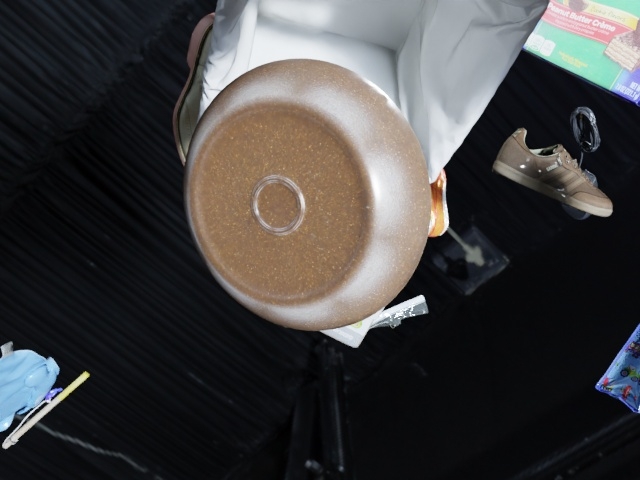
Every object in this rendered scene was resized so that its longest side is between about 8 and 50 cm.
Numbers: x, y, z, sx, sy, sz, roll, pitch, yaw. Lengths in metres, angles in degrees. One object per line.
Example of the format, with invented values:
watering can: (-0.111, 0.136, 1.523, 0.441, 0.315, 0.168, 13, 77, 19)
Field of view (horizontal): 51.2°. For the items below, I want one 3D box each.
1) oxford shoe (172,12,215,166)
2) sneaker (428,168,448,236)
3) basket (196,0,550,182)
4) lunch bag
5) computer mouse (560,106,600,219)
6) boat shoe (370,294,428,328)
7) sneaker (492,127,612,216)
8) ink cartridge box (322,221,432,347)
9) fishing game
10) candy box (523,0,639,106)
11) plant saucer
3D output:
oxford shoe: (-0.236, -0.296, 1.511, 0.141, 0.146, 0.396, -19, 136, -36)
sneaker: (0.205, -0.094, 1.294, 0.064, 0.068, 0.175, -23, -107, 61)
basket: (0.036, -0.277, 0.807, 0.331, 0.329, 0.266, 117, -24, -54)
lunch bag: (0.865, 0.286, 1.680, 0.138, 0.221, 0.293, 32, -76, 59)
computer mouse: (0.483, -0.140, 1.230, 0.041, 0.242, 0.071, -34, -136, -25)
boat shoe: (0.154, 0.156, 1.370, 0.142, 0.040, 0.049, -23, 172, -2)
sneaker: (0.330, -0.090, 0.910, 0.066, 0.189, 0.071, -121, -127, -70)
ink cartridge box: (0.000, 0.000, 1.213, 0.271, 0.310, 0.130, -61, -179, 17)
fishing game: (-0.347, 0.158, 0.640, 0.189, 0.041, 0.264, -43, 160, 12)
candy box: (0.528, -0.434, 1.165, 0.122, 0.268, 0.317, -12, 133, -62)
plant saucer: (-0.023, -0.027, 0.469, 0.199, 0.198, 0.036, -39, 173, 26)
